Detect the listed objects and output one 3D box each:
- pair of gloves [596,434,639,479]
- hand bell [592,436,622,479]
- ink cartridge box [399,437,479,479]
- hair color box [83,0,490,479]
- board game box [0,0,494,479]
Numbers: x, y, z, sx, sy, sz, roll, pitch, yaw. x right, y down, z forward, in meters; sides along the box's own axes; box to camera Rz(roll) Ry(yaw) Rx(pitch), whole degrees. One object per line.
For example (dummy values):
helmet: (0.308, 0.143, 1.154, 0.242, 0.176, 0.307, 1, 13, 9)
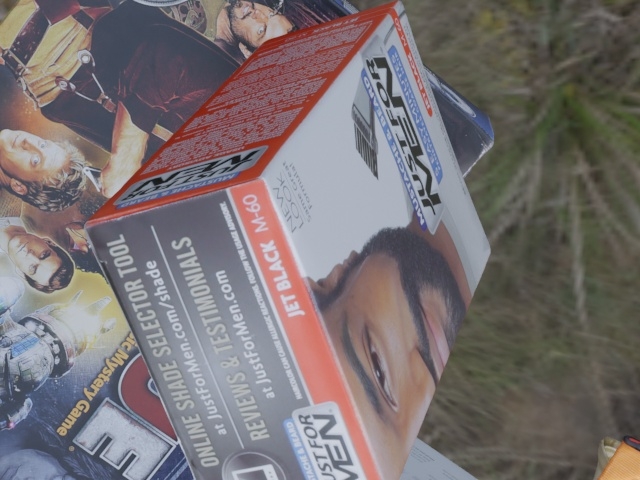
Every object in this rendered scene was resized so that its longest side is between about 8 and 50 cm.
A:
pair of gloves: (0.098, 0.103, 0.481, 0.083, 0.010, 0.074, 30, 95, -7)
hand bell: (0.221, 0.309, 1.574, 0.126, 0.126, 0.242, 39, 106, -17)
ink cartridge box: (-0.006, 0.256, 1.302, 0.272, 0.309, 0.130, -10, 110, -26)
hair color box: (0.000, 0.000, 0.486, 0.053, 0.167, 0.093, -14, 108, 21)
board game box: (-0.076, -0.003, 0.638, 0.165, 0.042, 0.243, 38, 102, -10)
